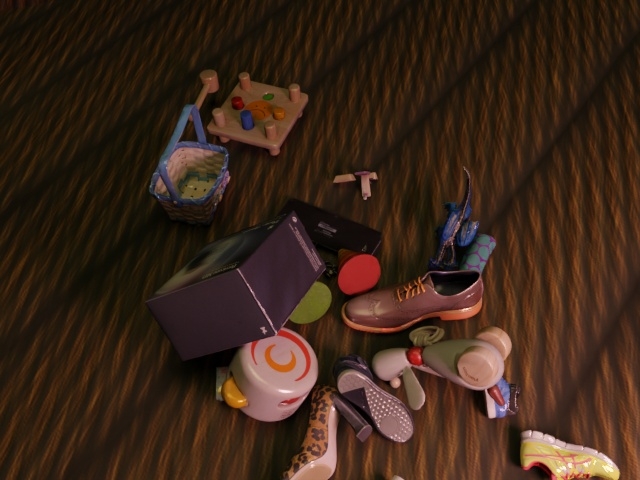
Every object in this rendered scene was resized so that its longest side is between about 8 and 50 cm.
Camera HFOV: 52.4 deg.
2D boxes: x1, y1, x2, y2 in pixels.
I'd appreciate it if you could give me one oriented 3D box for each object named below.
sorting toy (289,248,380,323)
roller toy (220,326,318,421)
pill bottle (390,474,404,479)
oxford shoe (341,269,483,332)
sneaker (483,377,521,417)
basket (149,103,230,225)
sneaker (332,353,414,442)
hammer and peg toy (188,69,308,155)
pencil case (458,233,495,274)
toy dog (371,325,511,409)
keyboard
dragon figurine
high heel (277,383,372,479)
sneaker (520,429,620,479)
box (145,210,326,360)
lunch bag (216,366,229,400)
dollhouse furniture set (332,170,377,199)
[{"bbox_3d":[-0.030,0.118,1.685,0.365,0.127,0.126,-28,37,-6],"label":"sorting toy"},{"bbox_3d":[-0.114,0.308,1.488,0.191,0.146,0.209,24,39,-6],"label":"roller toy"},{"bbox_3d":[0.137,0.552,1.352,0.067,0.067,0.120,32,60,25],"label":"pill bottle"},{"bbox_3d":[0.228,0.135,1.630,0.363,0.133,0.130,-11,49,-5],"label":"oxford shoe"},{"bbox_3d":[0.419,0.333,1.508,0.084,0.058,0.152,-5,56,7],"label":"sneaker"},{"bbox_3d":[-0.369,-0.204,1.840,0.200,0.289,0.255,6,55,15],"label":"basket"},{"bbox_3d":[0.117,0.354,1.498,0.086,0.163,0.226,-44,101,-1],"label":"sneaker"},{"bbox_3d":[-0.251,-0.417,2.106,0.361,0.127,0.266,16,56,16],"label":"hammer and peg toy"},{"bbox_3d":[0.416,0.052,1.729,0.070,0.064,0.152,41,56,-14],"label":"pencil case"},{"bbox_3d":[0.289,0.303,1.468,0.220,0.333,0.161,-22,96,-33],"label":"toy dog"},{"bbox_3d":[0.000,0.000,1.821,0.317,0.033,0.202,22,55,21],"label":"keyboard"},{"bbox_3d":[0.361,-0.038,1.719,0.085,0.289,0.144,19,23,-6],"label":"dragon figurine"},{"bbox_3d":[-0.033,0.443,1.457,0.261,0.093,0.186,-36,41,-14],"label":"high heel"},{"bbox_3d":[0.523,0.480,1.383,0.208,0.081,0.094,12,60,21],"label":"sneaker"},{"bbox_3d":[-0.191,0.102,1.524,0.296,0.183,0.294,-20,19,31],"label":"box"},{"bbox_3d":[-0.213,0.345,1.550,0.071,0.053,0.083,-6,42,-3],"label":"lunch bag"},{"bbox_3d":[0.105,-0.159,1.952,0.114,0.091,0.081,-5,91,28],"label":"dollhouse furniture set"}]
